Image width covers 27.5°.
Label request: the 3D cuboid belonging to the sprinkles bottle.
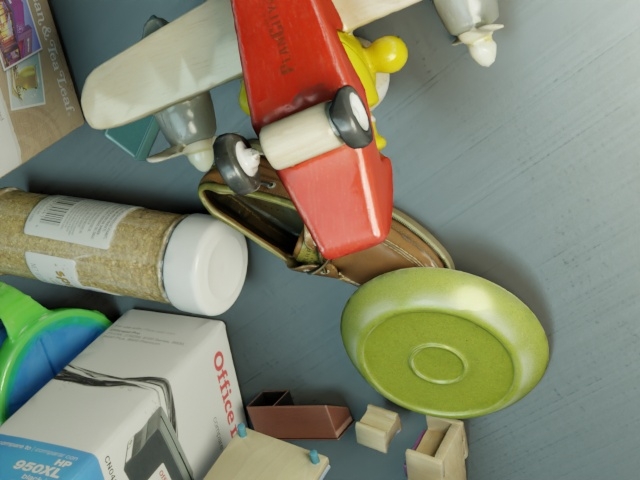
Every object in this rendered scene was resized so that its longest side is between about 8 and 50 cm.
[{"bbox_3d":[-0.269,0.009,1.649,0.355,0.121,0.121,9,122,28],"label":"sprinkles bottle"}]

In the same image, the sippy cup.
[{"bbox_3d":[-0.409,0.201,1.800,0.224,0.240,0.306,3,90,42],"label":"sippy cup"}]

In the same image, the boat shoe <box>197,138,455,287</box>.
[{"bbox_3d":[0.000,0.000,1.486,0.307,0.104,0.111,27,127,14],"label":"boat shoe"}]

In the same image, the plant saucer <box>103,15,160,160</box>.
[{"bbox_3d":[-0.211,-0.177,1.568,0.067,0.018,0.192,37,131,7],"label":"plant saucer"}]

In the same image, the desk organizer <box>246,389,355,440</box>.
[{"bbox_3d":[-0.027,0.224,1.679,0.130,0.047,0.050,-6,112,34],"label":"desk organizer"}]

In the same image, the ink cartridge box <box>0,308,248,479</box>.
[{"bbox_3d":[-0.254,0.307,1.643,0.166,0.395,0.286,5,120,27],"label":"ink cartridge box"}]

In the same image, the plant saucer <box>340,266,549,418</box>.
[{"bbox_3d":[0.135,0.128,1.476,0.240,0.037,0.241,9,134,10],"label":"plant saucer"}]

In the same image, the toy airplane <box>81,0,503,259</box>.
[{"bbox_3d":[-0.018,-0.211,1.301,0.386,0.272,0.384,27,91,26],"label":"toy airplane"}]

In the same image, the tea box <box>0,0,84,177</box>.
[{"bbox_3d":[-0.509,-0.247,1.575,0.323,0.220,0.329,1,118,30],"label":"tea box"}]

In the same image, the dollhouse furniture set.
[{"bbox_3d":[-0.009,0.344,1.599,0.303,0.286,0.198,14,139,25],"label":"dollhouse furniture set"}]
